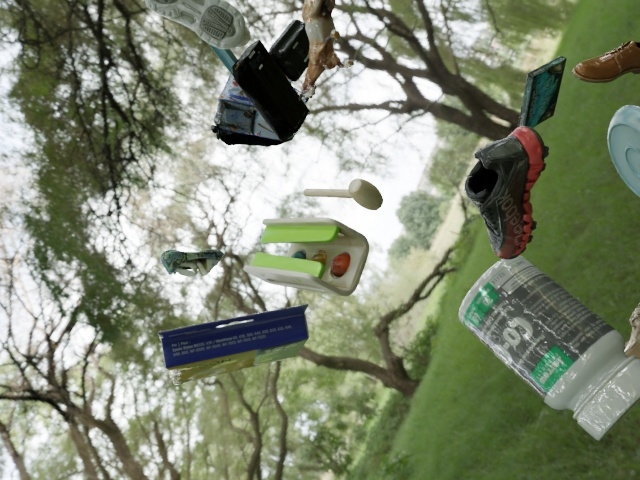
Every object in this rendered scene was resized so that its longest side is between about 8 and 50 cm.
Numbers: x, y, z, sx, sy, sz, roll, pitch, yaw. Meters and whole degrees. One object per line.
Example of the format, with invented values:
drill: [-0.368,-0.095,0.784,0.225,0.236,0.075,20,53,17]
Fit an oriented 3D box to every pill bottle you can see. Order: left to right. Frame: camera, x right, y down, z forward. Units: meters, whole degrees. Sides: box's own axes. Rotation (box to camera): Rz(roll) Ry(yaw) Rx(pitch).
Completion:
pill bottle: [0.481,0.213,1.191,0.204,0.361,0.204,-28,-36,-24]

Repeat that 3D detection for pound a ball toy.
pound a ball toy: [0.000,0.000,1.170,0.319,0.135,0.208,1,67,55]

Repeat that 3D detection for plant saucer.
plant saucer: [-0.219,-0.431,1.352,0.018,0.192,0.067,-44,23,-14]
plant saucer: [0.905,-0.227,1.624,0.043,0.318,0.317,-26,-12,4]

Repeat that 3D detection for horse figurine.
horse figurine: [0.005,-0.412,1.105,0.174,0.066,0.264,-176,80,-69]

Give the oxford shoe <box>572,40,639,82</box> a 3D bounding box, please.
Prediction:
oxford shoe: [0.670,-0.412,1.305,0.076,0.212,0.076,86,165,-53]

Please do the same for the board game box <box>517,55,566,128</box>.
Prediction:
board game box: [0.606,-0.398,1.586,0.126,0.026,0.186,-30,-38,-17]

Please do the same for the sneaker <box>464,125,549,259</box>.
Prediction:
sneaker: [0.324,-0.071,1.057,0.098,0.135,0.276,-118,16,-49]

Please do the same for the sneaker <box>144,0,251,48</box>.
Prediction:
sneaker: [-0.218,-0.403,1.004,0.090,0.232,0.115,-50,-3,12]

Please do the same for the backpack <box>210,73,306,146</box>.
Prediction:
backpack: [-0.178,-0.426,1.800,0.277,0.263,0.213,-81,11,-48]

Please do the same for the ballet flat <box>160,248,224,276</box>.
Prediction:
ballet flat: [-0.303,0.059,1.403,0.188,0.070,0.070,-2,-64,-50]

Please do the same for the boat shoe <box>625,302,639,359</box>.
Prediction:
boat shoe: [0.736,0.173,1.253,0.121,0.110,0.341,-22,-27,-56]

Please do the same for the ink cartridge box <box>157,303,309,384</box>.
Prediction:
ink cartridge box: [-0.183,0.233,1.257,0.307,0.303,0.072,114,145,-69]

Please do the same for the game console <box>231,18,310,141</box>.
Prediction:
game console: [-0.081,-0.424,1.436,0.213,0.043,0.361,52,-138,-28]
